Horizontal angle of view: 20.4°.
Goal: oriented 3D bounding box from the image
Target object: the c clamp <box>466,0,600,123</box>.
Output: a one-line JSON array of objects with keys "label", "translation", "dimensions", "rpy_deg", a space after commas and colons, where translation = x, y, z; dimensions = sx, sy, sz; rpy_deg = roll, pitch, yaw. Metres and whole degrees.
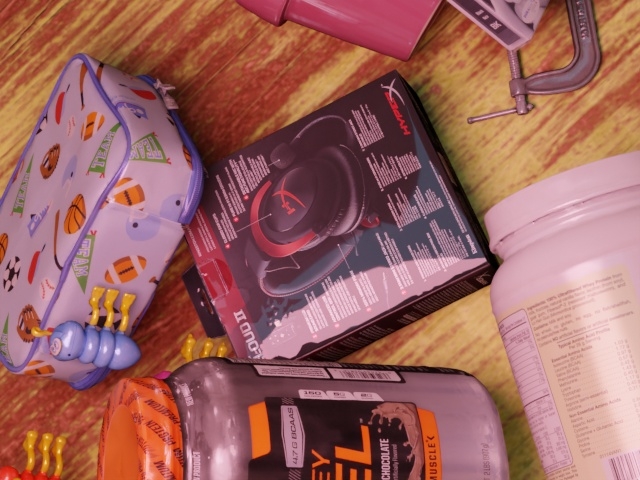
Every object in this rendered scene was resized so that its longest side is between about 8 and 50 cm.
[{"label": "c clamp", "translation": [0.208, -0.202, 1.774], "dimensions": [0.137, 0.022, 0.160], "rpy_deg": [-5, 81, 14]}]

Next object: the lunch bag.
[{"label": "lunch bag", "translation": [-0.232, -0.026, 1.745], "dimensions": [0.303, 0.115, 0.243], "rpy_deg": [-59, 35, 19]}]

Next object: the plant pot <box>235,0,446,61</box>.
[{"label": "plant pot", "translation": [0.041, -0.275, 1.750], "dimensions": [0.180, 0.201, 0.201], "rpy_deg": [32, 91, 1]}]

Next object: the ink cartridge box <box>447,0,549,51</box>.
[{"label": "ink cartridge box", "translation": [0.149, -0.317, 1.698], "dimensions": [0.208, 0.045, 0.206], "rpy_deg": [36, 58, -13]}]

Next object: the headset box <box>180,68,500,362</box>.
[{"label": "headset box", "translation": [0.000, 0.000, 1.752], "dimensions": [0.293, 0.110, 0.218], "rpy_deg": [-28, 76, 9]}]

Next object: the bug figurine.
[{"label": "bug figurine", "translation": [-0.202, 0.177, 1.701], "dimensions": [0.279, 0.216, 0.072], "rpy_deg": [-64, 29, 31]}]

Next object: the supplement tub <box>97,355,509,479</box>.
[{"label": "supplement tub", "translation": [-0.019, 0.210, 1.604], "dimensions": [0.338, 0.207, 0.207], "rpy_deg": [3, 81, -21]}]

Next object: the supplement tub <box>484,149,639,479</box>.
[{"label": "supplement tub", "translation": [0.289, 0.101, 1.598], "dimensions": [0.235, 0.235, 0.324], "rpy_deg": [-19, 78, 11]}]
